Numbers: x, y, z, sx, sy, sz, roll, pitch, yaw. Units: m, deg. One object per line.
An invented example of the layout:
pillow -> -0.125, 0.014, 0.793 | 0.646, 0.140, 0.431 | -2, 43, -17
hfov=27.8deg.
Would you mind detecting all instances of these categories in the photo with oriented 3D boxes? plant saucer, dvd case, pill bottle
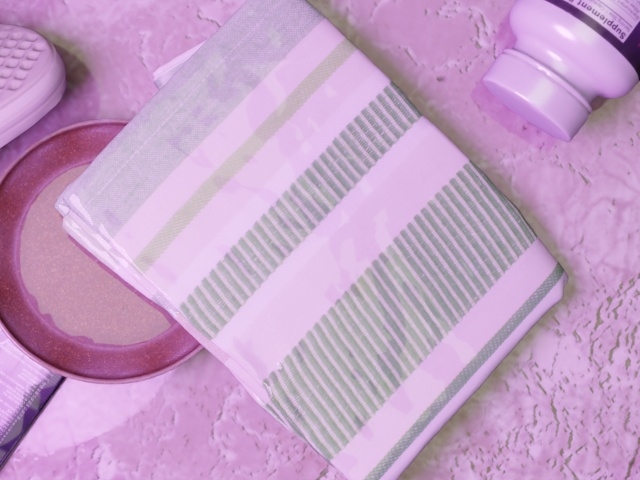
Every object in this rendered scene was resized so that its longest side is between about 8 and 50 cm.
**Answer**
plant saucer -> -0.157, 0.009, 0.977 | 0.198, 0.036, 0.198 | 1, 86, -9
dvd case -> -0.284, 0.085, 1.004 | 0.164, 0.018, 0.221 | 36, 91, 0
pill bottle -> 0.206, -0.172, 0.941 | 0.108, 0.108, 0.193 | 36, 92, 1

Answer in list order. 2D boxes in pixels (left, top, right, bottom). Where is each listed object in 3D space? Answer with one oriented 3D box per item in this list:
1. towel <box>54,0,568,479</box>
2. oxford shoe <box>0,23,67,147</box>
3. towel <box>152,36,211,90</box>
towel -> 0.000, 0.000, 0.961 | 0.325, 0.038, 0.248 | 44, 83, -2
oxford shoe -> -0.378, -0.008, 0.960 | 0.449, 0.169, 0.130 | -36, 133, -6
towel -> -0.045, -0.091, 0.996 | 0.113, 0.023, 0.152 | -31, 92, 4
